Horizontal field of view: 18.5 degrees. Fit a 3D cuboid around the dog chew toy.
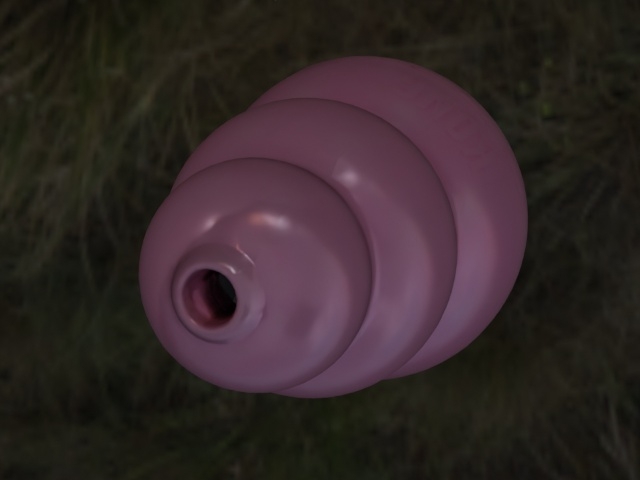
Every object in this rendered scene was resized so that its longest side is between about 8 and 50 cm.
[{"bbox_3d":[0.000,0.000,1.175,0.207,0.332,0.206,4,101,20],"label":"dog chew toy"}]
